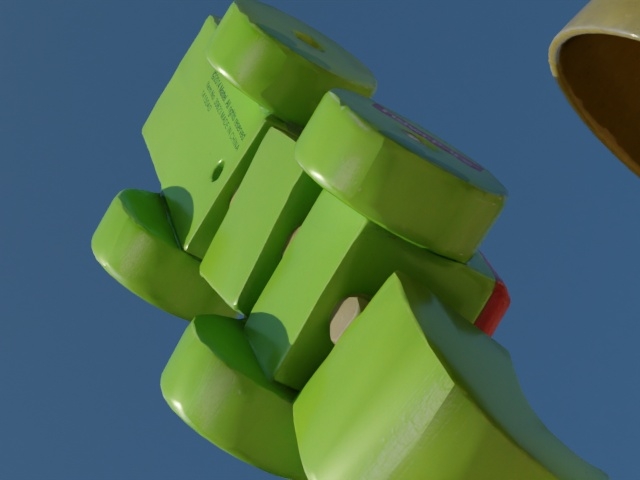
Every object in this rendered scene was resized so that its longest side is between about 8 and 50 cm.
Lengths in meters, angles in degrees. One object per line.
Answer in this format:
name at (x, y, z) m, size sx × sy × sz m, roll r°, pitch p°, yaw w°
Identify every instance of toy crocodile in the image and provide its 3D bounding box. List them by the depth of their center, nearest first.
toy crocodile at (0.000, 0.000, 0.628) m, size 0.105 × 0.340 × 0.115 m, roll 26°, pitch -79°, yaw -24°

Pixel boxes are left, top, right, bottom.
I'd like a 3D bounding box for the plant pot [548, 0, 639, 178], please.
plant pot at (0.147, -0.054, 0.506) m, size 0.134 × 0.134 × 0.095 m, roll 42°, pitch -99°, yaw -35°
